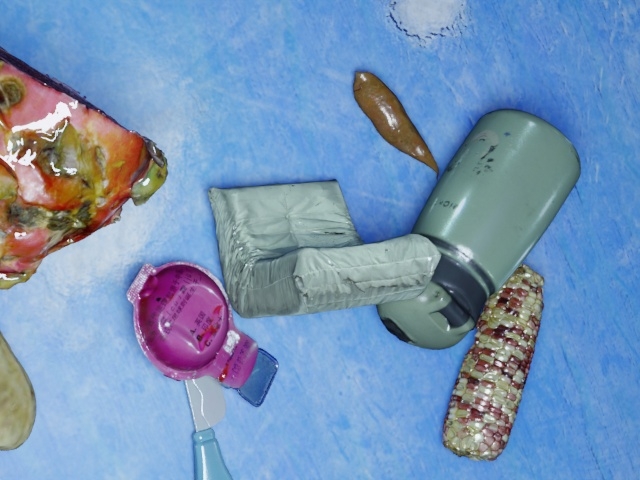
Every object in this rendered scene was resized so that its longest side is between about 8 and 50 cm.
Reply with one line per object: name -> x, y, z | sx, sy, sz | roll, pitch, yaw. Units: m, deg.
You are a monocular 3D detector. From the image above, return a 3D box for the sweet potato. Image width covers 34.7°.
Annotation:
sweet potato -> 0.108, -0.161, 1.445 | 0.056, 0.056, 0.195 | -45, 106, -18

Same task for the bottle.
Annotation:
bottle -> 0.207, -0.009, 1.408 | 0.168, 0.168, 0.347 | 41, 73, -14

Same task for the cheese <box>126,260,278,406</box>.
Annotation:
cheese -> -0.149, 0.121, 1.313 | 0.244, 0.062, 0.155 | 42, 56, -27

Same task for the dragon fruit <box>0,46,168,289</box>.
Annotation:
dragon fruit -> -0.368, -0.071, 1.156 | 0.296, 0.314, 0.262 | 29, 92, -41

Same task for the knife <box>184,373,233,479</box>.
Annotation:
knife -> -0.149, 0.227, 1.333 | 0.058, 0.032, 0.244 | -6, 84, -24

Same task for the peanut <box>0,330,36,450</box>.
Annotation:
peanut -> -0.428, 0.139, 1.176 | 0.137, 0.122, 0.253 | -28, 94, -11

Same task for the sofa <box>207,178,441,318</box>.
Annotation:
sofa -> 0.000, 0.000, 1.286 | 0.210, 0.225, 0.176 | -5, 87, -29

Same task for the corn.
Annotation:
corn -> 0.250, 0.172, 1.455 | 0.098, 0.098, 0.289 | 23, 75, -18
